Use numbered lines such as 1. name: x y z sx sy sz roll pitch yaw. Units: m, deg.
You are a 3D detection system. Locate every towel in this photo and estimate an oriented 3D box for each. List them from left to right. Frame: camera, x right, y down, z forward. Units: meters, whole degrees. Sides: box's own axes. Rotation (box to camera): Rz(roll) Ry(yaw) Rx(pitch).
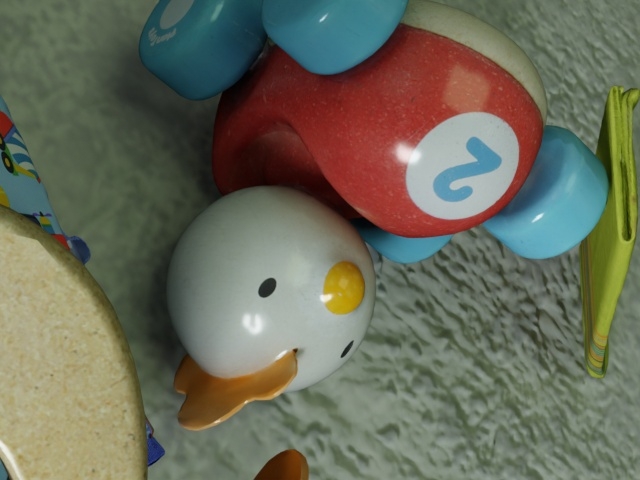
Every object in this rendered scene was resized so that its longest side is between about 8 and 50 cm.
1. towel: 0.182 0.003 0.854 0.021 0.237 0.102 -2 66 6

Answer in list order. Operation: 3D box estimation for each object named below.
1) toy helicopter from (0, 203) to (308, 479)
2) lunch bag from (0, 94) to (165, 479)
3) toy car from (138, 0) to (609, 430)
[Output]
1. toy helicopter: -0.126 0.160 0.365 0.235 0.140 0.355 10 89 -19
2. lunch bag: -0.181 0.032 0.583 0.221 0.138 0.293 63 19 3
3. toy car: 0.000 0.000 0.724 0.219 0.210 0.238 38 65 -34
